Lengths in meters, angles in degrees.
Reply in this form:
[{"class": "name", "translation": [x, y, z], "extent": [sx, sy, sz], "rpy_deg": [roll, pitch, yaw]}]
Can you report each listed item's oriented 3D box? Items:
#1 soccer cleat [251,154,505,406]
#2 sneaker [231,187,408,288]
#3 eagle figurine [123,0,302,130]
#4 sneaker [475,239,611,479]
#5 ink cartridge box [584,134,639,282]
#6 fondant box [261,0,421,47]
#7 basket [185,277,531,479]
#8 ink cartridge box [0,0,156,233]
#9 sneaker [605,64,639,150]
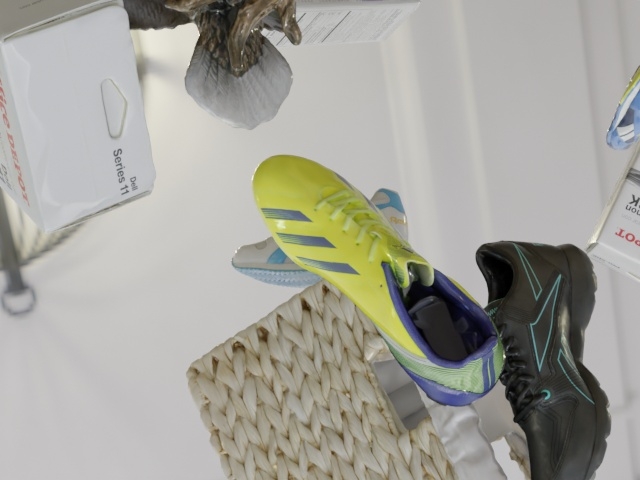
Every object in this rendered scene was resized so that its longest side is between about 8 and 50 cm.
[{"class": "soccer cleat", "translation": [0.051, 0.016, 1.247], "extent": [0.093, 0.289, 0.121], "rpy_deg": [-36, 161, -20]}, {"class": "sneaker", "translation": [0.000, 0.000, 1.730], "extent": [0.228, 0.092, 0.087], "rpy_deg": [-10, 161, 25]}, {"class": "eagle figurine", "translation": [-0.101, -0.258, 1.264], "extent": [0.225, 0.226, 0.298], "rpy_deg": [-46, -143, -8]}, {"class": "sneaker", "translation": [0.188, 0.114, 1.311], "extent": [0.106, 0.101, 0.267], "rpy_deg": [16, -130, -19]}, {"class": "ink cartridge box", "translation": [0.266, -0.032, 1.058], "extent": [0.099, 0.135, 0.056], "rpy_deg": [26, 173, 5]}, {"class": "fondant box", "translation": [-0.035, -0.399, 2.095], "extent": [0.096, 0.238, 0.330], "rpy_deg": [-42, 162, 35]}, {"class": "basket", "translation": [0.078, 0.235, 1.493], "extent": [0.266, 0.331, 0.328], "rpy_deg": [-31, -125, 10]}, {"class": "ink cartridge box", "translation": [-0.204, -0.122, 0.983], "extent": [0.087, 0.153, 0.208], "rpy_deg": [-26, -139, -25]}, {"class": "sneaker", "translation": [0.341, -0.129, 1.547], "extent": [0.059, 0.053, 0.144], "rpy_deg": [24, 161, 8]}]
